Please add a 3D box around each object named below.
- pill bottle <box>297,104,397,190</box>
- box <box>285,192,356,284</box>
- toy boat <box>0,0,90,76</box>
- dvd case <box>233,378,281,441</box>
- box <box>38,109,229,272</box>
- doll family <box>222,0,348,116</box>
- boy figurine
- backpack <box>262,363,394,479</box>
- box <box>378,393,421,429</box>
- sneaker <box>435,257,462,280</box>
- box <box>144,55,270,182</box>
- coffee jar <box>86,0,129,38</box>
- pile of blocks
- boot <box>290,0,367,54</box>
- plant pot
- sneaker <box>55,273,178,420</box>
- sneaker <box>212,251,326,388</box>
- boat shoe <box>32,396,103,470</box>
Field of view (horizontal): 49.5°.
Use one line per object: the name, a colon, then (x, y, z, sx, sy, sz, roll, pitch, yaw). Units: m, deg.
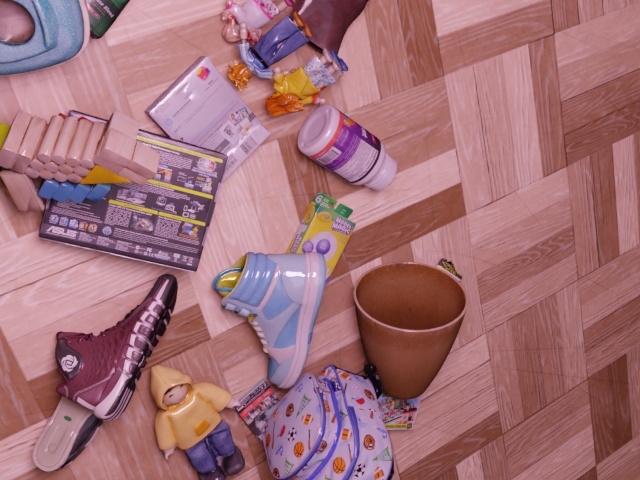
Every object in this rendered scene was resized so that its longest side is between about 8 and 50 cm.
pill bottle: (0.059, -0.175, 1.371, 0.193, 0.108, 0.108, 30, 88, -33)
box: (0.000, 0.000, 1.429, 0.105, 0.043, 0.179, 25, 89, -33)
toy boat: (-0.473, -0.362, 0.930, 0.268, 0.148, 0.318, -9, 129, 0)
dvd case: (-0.124, 0.363, 1.480, 0.087, 0.013, 0.119, -39, 119, -14)
box: (-0.315, -0.080, 1.181, 0.270, 0.060, 0.216, 14, 97, -20)
doll family: (-0.074, -0.313, 1.230, 0.163, 0.118, 0.263, -33, 124, 20)
boy figurine: (-0.243, 0.350, 1.364, 0.177, 0.092, 0.285, -30, 120, -17)
backpack: (0.020, 0.410, 1.392, 0.213, 0.263, 0.276, 17, 115, -33)
box: (0.140, 0.386, 1.626, 0.207, 0.036, 0.114, 8, 100, -32)
sneaker: (0.308, 0.069, 1.632, 0.083, 0.031, 0.035, 28, 89, -33)
box: (-0.200, -0.212, 1.252, 0.145, 0.038, 0.186, -47, 122, -9)
coffee jar: (-0.328, -0.415, 1.094, 0.184, 0.079, 0.096, -51, 122, -8)
pile of blocks: (-0.421, -0.134, 1.066, 0.362, 0.112, 0.149, 2, 142, -1)
boot: (-0.010, -0.477, 1.251, 0.248, 0.090, 0.206, 29, 87, -37)
plant pot: (0.186, 0.214, 1.513, 0.237, 0.237, 0.254, -18, 129, -25)
sneaker: (-0.375, 0.162, 1.229, 0.163, 0.106, 0.281, 20, 63, 5)
sneaker: (-0.119, 0.151, 1.373, 0.208, 0.127, 0.319, 8, 116, -11)
boat shoe: (-0.428, 0.309, 1.265, 0.233, 0.084, 0.079, -57, 161, -12)
